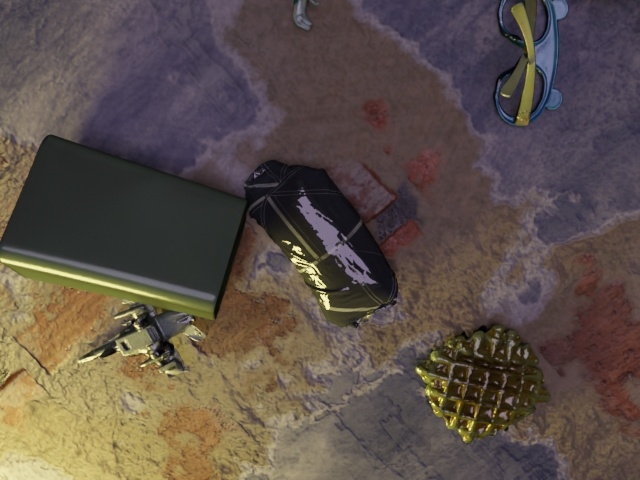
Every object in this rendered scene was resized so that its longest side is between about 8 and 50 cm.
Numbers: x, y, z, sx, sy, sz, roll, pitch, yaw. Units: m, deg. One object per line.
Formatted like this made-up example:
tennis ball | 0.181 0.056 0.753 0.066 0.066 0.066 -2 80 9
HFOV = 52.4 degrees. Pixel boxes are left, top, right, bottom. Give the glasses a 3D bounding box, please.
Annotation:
glasses | 0.314 -0.309 1.049 0.102 0.207 0.239 8 100 38

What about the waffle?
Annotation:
waffle | 0.300 0.261 1.189 0.214 0.054 0.208 -32 94 1

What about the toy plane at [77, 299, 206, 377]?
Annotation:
toy plane | -0.341 0.182 1.182 0.262 0.088 0.192 -25 99 6

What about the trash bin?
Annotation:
trash bin | -0.313 -0.011 1.094 0.343 0.158 0.223 16 74 -5

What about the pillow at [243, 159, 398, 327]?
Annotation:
pillow | 0.000 0.000 1.137 0.161 0.092 0.335 -35 96 11

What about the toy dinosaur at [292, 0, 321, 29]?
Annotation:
toy dinosaur | -0.048 -0.454 1.092 0.106 0.044 0.187 -36 98 23
